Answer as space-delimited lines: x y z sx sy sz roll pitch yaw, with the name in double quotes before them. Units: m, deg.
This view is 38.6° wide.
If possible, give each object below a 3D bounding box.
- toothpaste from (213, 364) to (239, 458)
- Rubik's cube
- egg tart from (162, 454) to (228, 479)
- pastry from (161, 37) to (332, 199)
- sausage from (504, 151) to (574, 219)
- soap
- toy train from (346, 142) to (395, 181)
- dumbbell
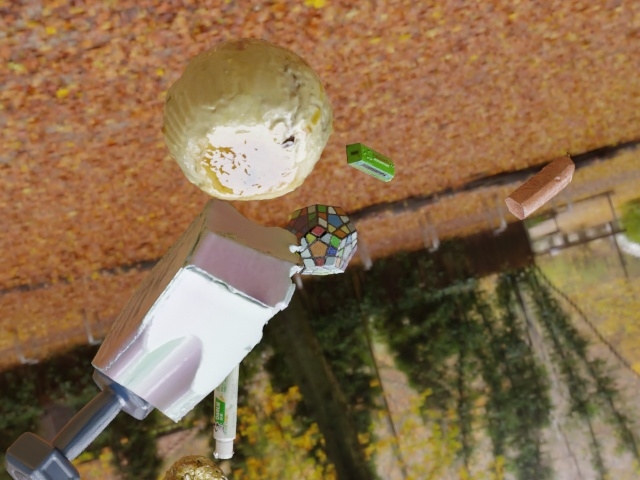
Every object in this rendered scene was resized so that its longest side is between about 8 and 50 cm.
"toothpaste" -0.220 0.351 2.142 0.058 0.314 0.056 1 -178 -12
"Rubik's cube" 0.000 0.000 1.574 0.133 0.133 0.112 -11 149 -43
"egg tart" -0.306 0.650 2.242 0.098 0.252 0.232 -30 -160 32
"pastry" -0.161 -0.280 2.054 0.389 0.312 0.388 -6 141 -5
"sausage" 0.460 -0.115 1.883 0.169 0.065 0.065 -37 179 -12
"soap" -0.191 0.107 1.363 0.446 0.156 0.261 -42 -161 49
"toy train" 0.124 -0.170 2.023 0.042 0.044 0.209 -10 167 28
"dumbbell" -0.452 0.357 1.773 0.316 0.144 0.156 -47 174 -33
